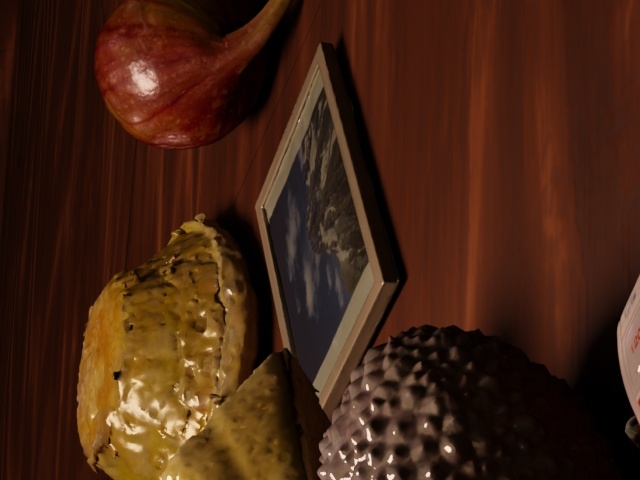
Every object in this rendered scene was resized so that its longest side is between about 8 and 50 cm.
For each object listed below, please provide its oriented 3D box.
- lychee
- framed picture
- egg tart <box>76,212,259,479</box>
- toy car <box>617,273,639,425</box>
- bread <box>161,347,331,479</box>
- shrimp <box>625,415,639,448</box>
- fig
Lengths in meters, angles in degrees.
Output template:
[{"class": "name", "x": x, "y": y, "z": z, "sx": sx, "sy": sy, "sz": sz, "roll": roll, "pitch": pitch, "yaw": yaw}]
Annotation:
[{"class": "lychee", "x": 0.082, "y": 0.140, "z": 0.887, "sx": 0.197, "sy": 0.165, "sz": 0.165, "roll": 67, "pitch": 158, "yaw": -1}, {"class": "framed picture", "x": 0.000, "y": 0.000, "z": 1.354, "sx": 0.281, "sy": 0.019, "sz": 0.209, "roll": -104, "pitch": 28, "yaw": -44}, {"class": "egg tart", "x": -0.158, "y": 0.133, "z": 1.589, "sx": 0.341, "sy": 0.132, "sz": 0.341, "roll": -173, "pitch": 90, "yaw": -72}, {"class": "toy car", "x": 0.201, "y": 0.001, "z": 0.702, "sx": 0.108, "sy": 0.089, "sz": 0.209, "roll": -100, "pitch": 22, "yaw": -50}, {"class": "bread", "x": 0.028, "y": 0.205, "z": 1.028, "sx": 0.178, "sy": 0.135, "sz": 0.240, "roll": 26, "pitch": 153, "yaw": 41}, {"class": "shrimp", "x": 0.180, "y": 0.166, "z": 0.773, "sx": 0.082, "sy": 0.076, "sz": 0.174, "roll": -9, "pitch": 66, "yaw": 28}, {"class": "fig", "x": -0.114, "y": -0.172, "z": 1.542, "sx": 0.207, "sy": 0.175, "sz": 0.175, "roll": 5, "pitch": 89, "yaw": 51}]
